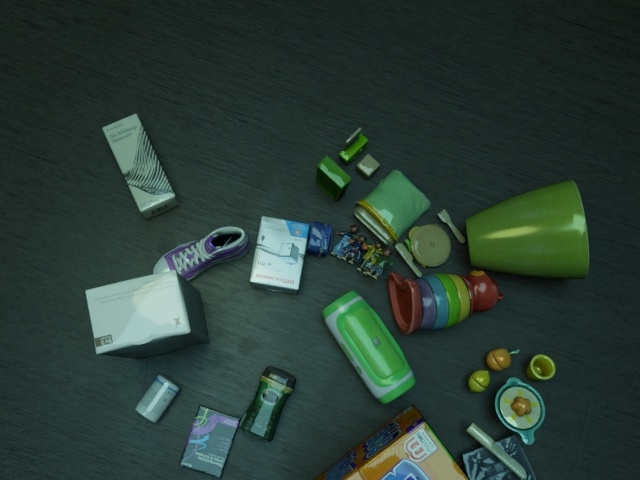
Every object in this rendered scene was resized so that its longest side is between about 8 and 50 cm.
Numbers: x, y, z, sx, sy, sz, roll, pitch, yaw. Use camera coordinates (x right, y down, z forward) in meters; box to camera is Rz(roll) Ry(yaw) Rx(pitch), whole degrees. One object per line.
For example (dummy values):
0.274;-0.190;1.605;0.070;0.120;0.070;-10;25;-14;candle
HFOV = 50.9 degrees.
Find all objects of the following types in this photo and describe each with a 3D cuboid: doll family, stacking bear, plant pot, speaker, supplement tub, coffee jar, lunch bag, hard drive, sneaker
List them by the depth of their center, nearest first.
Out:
-0.428;0.414;1.766;0.071;0.071;0.107;34;77;5;supplement tub
0.485;0.661;1.770;0.172;0.054;0.254;-18;78;-7;hard drive
-0.137;0.429;1.775;0.096;0.079;0.184;23;77;6;coffee jar
0.129;0.285;1.803;0.131;0.131;0.296;-33;81;-10;speaker
-0.331;0.030;1.819;0.282;0.161;0.102;-26;81;-8;sneaker
0.352;0.154;1.836;0.289;0.175;0.164;-8;99;-15;stacking bear
0.554;-0.013;1.848;0.293;0.275;0.274;-7;77;11;plant pot
0.119;0.026;1.891;0.193;0.076;0.111;32;81;7;doll family
0.000;0.000;1.892;0.065;0.067;0.098;9;77;-1;lunch bag

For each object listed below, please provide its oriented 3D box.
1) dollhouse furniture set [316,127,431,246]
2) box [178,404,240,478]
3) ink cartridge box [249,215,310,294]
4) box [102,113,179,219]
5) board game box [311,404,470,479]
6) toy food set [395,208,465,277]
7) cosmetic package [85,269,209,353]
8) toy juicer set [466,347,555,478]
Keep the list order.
0.160;-0.153;1.895;0.301;0.151;0.197;43;78;7;dollhouse furniture set
-0.291;0.530;1.768;0.116;0.029;0.162;17;77;1;box
-0.112;0.042;1.869;0.140;0.082;0.190;9;75;-1;ink cartridge box
-0.506;-0.207;1.897;0.113;0.094;0.275;-27;80;-9;box
0.197;0.651;1.576;0.356;0.356;0.356;-37;81;-1;board game box
0.313;0.012;1.929;0.192;0.038;0.132;-35;88;-16;toy food set
-0.411;0.194;1.658;0.217;0.385;0.156;-13;78;-7;cosmetic package
0.489;0.430;1.777;0.209;0.089;0.329;21;64;4;toy juicer set
